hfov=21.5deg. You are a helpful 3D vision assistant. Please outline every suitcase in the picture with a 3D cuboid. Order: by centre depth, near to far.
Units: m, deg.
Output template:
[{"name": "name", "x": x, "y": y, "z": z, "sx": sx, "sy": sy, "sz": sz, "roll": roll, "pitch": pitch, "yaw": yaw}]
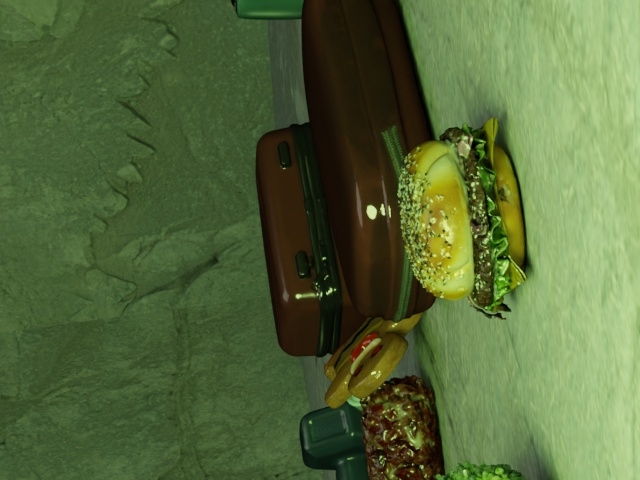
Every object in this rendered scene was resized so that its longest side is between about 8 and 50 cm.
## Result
[{"name": "suitcase", "x": 0.000, "y": 0.000, "z": 2.401, "sx": 0.236, "sy": 0.161, "sz": 0.297, "roll": 94, "pitch": 167, "yaw": -65}]

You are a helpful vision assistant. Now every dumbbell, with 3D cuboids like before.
[{"name": "dumbbell", "x": 0.058, "y": 0.394, "z": 2.427, "sx": 0.156, "sy": 0.143, "sz": 0.316, "roll": 93, "pitch": 169, "yaw": -64}]

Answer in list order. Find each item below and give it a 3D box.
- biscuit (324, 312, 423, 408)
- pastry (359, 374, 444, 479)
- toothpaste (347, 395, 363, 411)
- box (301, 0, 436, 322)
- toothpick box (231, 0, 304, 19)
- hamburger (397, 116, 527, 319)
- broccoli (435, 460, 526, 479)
[{"name": "biscuit", "x": 0.059, "y": 0.130, "z": 2.039, "sx": 0.036, "sy": 0.165, "sz": 0.250, "roll": 40, "pitch": -173, "yaw": -7}, {"name": "pastry", "x": 0.099, "y": 0.270, "z": 2.029, "sx": 0.115, "sy": 0.097, "sz": 0.208, "roll": -26, "pitch": -69, "yaw": -76}, {"name": "toothpaste", "x": 0.085, "y": 0.215, "z": 2.164, "sx": 0.205, "sy": 0.036, "sz": 0.056, "roll": 36, "pitch": -135, "yaw": -62}, {"name": "box", "x": 0.057, "y": -0.106, "z": 1.892, "sx": 0.263, "sy": 0.108, "sz": 0.404, "roll": 90, "pitch": 171, "yaw": -53}, {"name": "toothpick box", "x": -0.022, "y": -0.326, "z": 2.038, "sx": 0.120, "sy": 0.184, "sz": 0.120, "roll": 173, "pitch": 90, "yaw": -86}, {"name": "hamburger", "x": 0.117, "y": -0.016, "z": 1.433, "sx": 0.189, "sy": 0.093, "sz": 0.164, "roll": 90, "pitch": 170, "yaw": -69}, {"name": "broccoli", "x": 0.123, "y": 0.295, "z": 1.394, "sx": 0.198, "sy": 0.176, "sz": 0.226, "roll": -111, "pitch": -1, "yaw": -51}]
